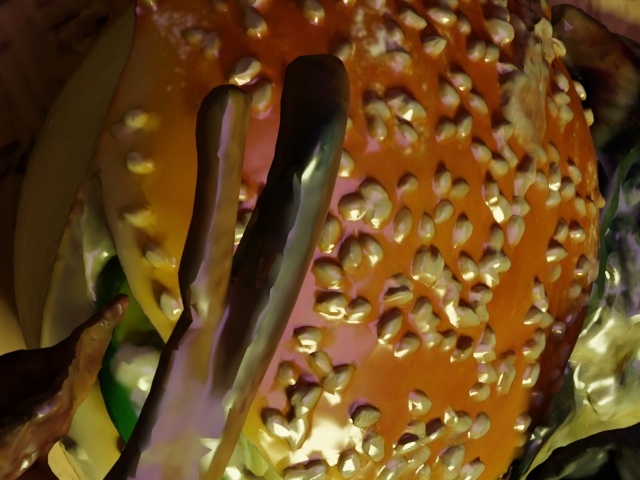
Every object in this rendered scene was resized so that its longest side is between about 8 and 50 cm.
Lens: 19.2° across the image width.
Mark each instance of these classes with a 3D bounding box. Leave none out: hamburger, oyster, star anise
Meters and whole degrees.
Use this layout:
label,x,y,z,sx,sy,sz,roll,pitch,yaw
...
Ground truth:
label,x,y,z,sx,sy,sz,roll,pitch,yaw
hamburger,0.003,0.001,0.635,0.237,0.147,0.236,-14,112,-37
oyster,0.178,0.032,0.844,0.361,0.096,0.221,10,98,-40
star anise,-0.126,0.052,0.490,0.237,0.346,0.148,53,25,-17

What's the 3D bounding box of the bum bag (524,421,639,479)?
label,x,y,z,sx,sy,sz,roll,pitch,yaw
bum bag,0.065,0.127,0.705,0.123,0.248,0.060,-13,67,-53
